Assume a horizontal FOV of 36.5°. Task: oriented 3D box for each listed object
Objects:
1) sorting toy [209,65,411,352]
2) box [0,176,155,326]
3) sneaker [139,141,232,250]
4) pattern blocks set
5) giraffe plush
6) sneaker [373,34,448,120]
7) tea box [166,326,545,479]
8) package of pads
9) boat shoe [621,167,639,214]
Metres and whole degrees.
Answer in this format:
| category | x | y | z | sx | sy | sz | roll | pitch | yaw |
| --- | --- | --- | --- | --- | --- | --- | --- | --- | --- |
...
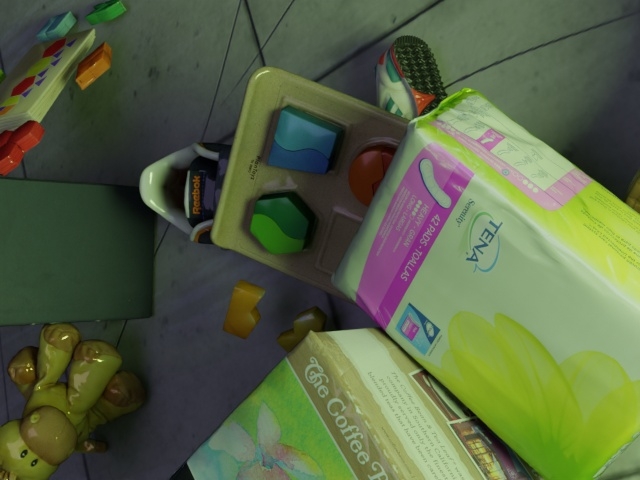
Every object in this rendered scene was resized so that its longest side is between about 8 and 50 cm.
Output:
| category | x | y | z | sx | sy | sz | roll | pitch | yaw |
| --- | --- | --- | --- | --- | --- | --- | --- | --- | --- |
| sorting toy | 0.000 | 0.000 | 0.989 | 0.229 | 0.041 | 0.307 | 21 | 119 | 7 |
| box | -0.442 | 0.010 | 1.243 | 0.313 | 0.343 | 0.178 | 1 | 90 | 41 |
| sneaker | -0.066 | -0.045 | 1.075 | 0.321 | 0.127 | 0.126 | 1 | 88 | 39 |
| pattern blocks set | -0.381 | -0.203 | 1.285 | 0.286 | 0.026 | 0.324 | 4 | 52 | 43 |
| giraffe plush | -0.349 | 0.232 | 1.232 | 0.181 | 0.170 | 0.210 | 30 | 117 | 0 |
| sneaker | 0.095 | -0.124 | 0.997 | 0.075 | 0.057 | 0.161 | -29 | 75 | 61 |
| tea box | 0.045 | 0.300 | 0.906 | 0.323 | 0.220 | 0.329 | -49 | 60 | 27 |
| package of pads | 0.168 | 0.041 | 0.811 | 0.296 | 0.101 | 0.229 | 42 | 138 | 16 |
| boat shoe | 0.338 | -0.105 | 0.754 | 0.123 | 0.123 | 0.342 | 23 | 127 | 4 |
